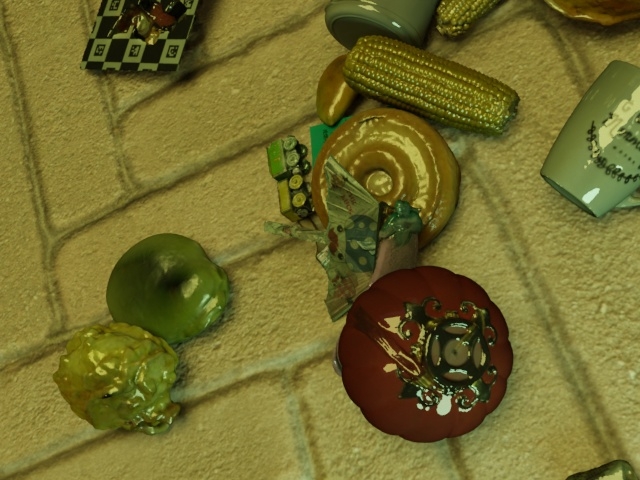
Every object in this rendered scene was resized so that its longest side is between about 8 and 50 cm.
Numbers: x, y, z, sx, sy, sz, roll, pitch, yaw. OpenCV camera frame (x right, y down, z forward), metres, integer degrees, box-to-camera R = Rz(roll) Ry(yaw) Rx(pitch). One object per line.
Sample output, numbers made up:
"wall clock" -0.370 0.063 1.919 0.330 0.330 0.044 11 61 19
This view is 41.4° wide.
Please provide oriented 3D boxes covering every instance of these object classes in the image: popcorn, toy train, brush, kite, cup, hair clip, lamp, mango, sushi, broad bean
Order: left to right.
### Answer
"popcorn" -0.400 0.287 1.679 0.266 0.192 0.233 41 108 -4
"sushi" -0.402 -0.566 2.068 0.343 0.064 0.359 9 80 34
"broad bean" -0.321 0.101 1.770 0.291 0.119 0.238 -2 80 24
"toy train" -0.062 -0.130 1.770 0.081 0.060 0.202 -23 57 22
"brush" 0.000 0.000 1.729 0.070 0.021 0.196 -42 59 5
"kite" 0.034 0.001 1.622 0.314 0.011 0.335 6 105 20
"mango" 0.040 -0.324 1.790 0.101 0.066 0.187 9 67 33
"hair clip" 0.111 0.095 1.559 0.096 0.110 0.358 16 100 20
"lamp" 0.179 0.193 1.444 0.303 0.257 0.303 2 83 -16
"cup" 0.541 -0.145 1.486 0.258 0.186 0.234 37 97 1

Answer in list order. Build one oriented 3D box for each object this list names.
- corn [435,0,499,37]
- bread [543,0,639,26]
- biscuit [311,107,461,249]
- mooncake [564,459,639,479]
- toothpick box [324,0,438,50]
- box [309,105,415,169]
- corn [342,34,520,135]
"corn" 0.350 -0.523 1.736 0.288 0.086 0.086 -39 62 2
"bread" 0.543 -0.602 1.587 0.398 0.215 0.398 -2 76 7
"biscuit" 0.120 -0.110 1.637 0.296 0.102 0.296 0 90 19
"mooncake" 0.462 0.425 1.353 0.125 0.073 0.130 -20 67 12
"toothpick box" 0.160 -0.551 1.743 0.229 0.229 0.316 17 78 27
"box" 0.092 -0.185 1.742 0.226 0.042 0.161 -12 68 18
"corn" 0.216 -0.299 1.657 0.344 0.131 0.131 23 81 10
